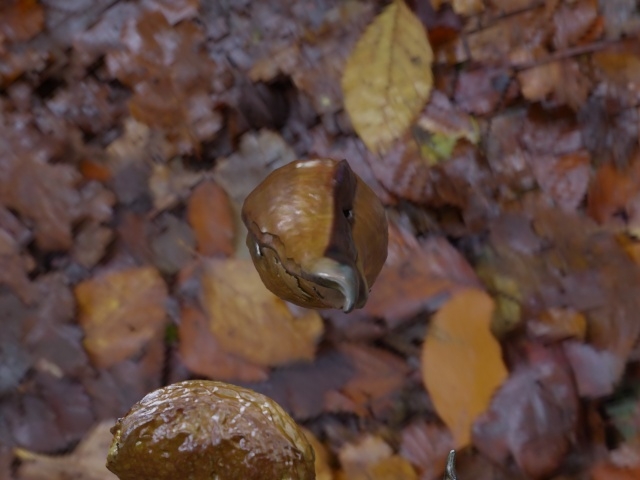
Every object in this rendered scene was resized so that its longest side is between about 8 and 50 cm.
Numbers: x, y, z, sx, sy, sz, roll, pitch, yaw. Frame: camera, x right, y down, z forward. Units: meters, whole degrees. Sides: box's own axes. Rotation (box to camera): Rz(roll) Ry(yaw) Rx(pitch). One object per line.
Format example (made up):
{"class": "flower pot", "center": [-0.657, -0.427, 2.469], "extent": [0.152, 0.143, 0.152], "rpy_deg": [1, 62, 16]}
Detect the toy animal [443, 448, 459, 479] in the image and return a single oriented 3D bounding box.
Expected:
{"class": "toy animal", "center": [0.165, 0.225, 1.167], "extent": [0.160, 0.272, 0.197], "rpy_deg": [-20, 93, -1]}

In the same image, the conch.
{"class": "conch", "center": [0.001, -0.005, 0.903], "extent": [0.086, 0.233, 0.080], "rpy_deg": [45, 82, 0]}

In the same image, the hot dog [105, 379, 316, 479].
{"class": "hot dog", "center": [-0.043, 0.085, 0.654], "extent": [0.083, 0.058, 0.035], "rpy_deg": [16, 41, -8]}
